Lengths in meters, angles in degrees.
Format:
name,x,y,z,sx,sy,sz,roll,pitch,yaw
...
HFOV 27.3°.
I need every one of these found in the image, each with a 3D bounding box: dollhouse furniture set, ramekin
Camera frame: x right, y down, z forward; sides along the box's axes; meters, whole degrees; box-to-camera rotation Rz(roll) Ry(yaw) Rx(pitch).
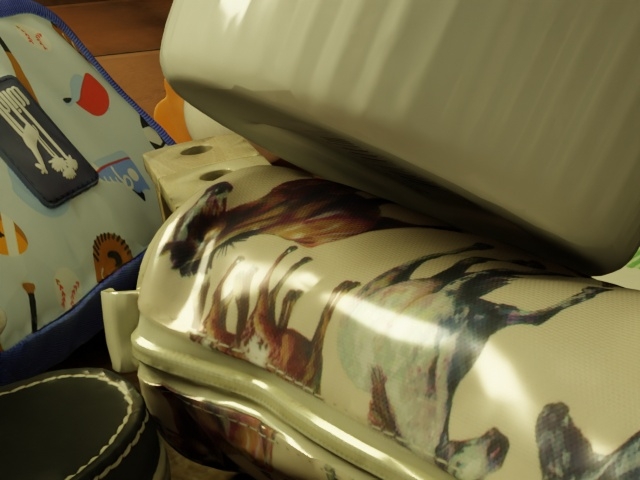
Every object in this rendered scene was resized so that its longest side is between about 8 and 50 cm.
name,x,y,z,sx,sy,sz,roll,pitch,yaw
dollhouse furniture set,0.000,0.000,0.816,0.184,0.129,0.129,-14,21,-12
ramekin,0.057,-0.088,0.641,0.277,0.135,0.277,23,-3,1

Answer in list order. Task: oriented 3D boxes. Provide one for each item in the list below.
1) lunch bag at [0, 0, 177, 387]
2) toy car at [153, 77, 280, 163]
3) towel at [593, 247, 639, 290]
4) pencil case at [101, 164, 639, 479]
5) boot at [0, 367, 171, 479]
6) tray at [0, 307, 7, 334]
name,x,y,z,sx,sy,sz,roll,pitch,yaw
lunch bag,-0.299,-0.035,0.843,0.386,0.239,0.328,19,23,11
toy car,-0.048,-0.147,1.207,0.238,0.210,0.219,-12,29,10
towel,0.261,0.057,0.799,0.248,0.038,0.325,9,23,31
pencil case,0.078,0.081,0.557,0.184,0.159,0.410,1,13,-42
boot,-0.213,0.050,0.478,0.138,0.284,0.377,16,28,41
tray,-0.256,0.028,0.551,0.030,0.270,0.145,29,77,43
